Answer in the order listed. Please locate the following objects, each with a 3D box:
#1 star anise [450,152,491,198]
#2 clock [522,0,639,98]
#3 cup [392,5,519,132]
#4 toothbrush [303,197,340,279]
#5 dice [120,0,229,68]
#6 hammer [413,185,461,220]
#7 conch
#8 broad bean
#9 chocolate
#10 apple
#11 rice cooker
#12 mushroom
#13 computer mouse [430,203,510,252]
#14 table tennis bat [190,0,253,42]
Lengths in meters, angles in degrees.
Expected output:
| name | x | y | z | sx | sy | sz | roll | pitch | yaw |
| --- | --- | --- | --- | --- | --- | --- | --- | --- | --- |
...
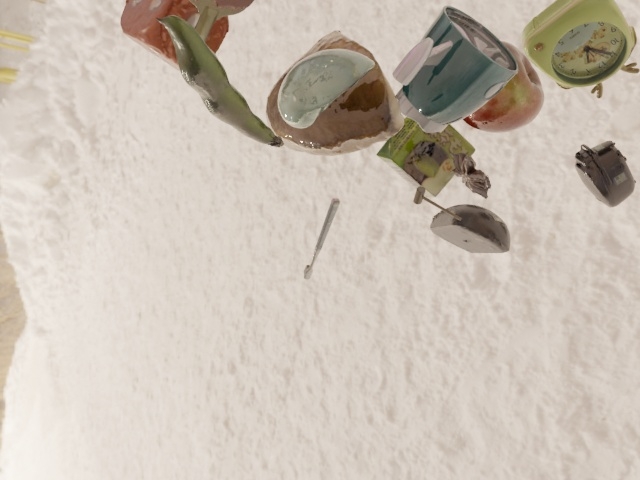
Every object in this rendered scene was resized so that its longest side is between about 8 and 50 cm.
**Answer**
| name | x | y | z | sx | sy | sz | roll | pitch | yaw |
| --- | --- | --- | --- | --- | --- | --- | --- | --- | --- |
| star anise | 0.505 | -0.233 | 1.966 | 0.065 | 0.195 | 0.182 | -39 | 60 | -2 |
| clock | 0.714 | -0.517 | 1.559 | 0.235 | 0.308 | 0.096 | -35 | 32 | 38 |
| cup | 0.223 | -0.282 | 1.008 | 0.167 | 0.300 | 0.173 | 55 | 128 | 21 |
| toothbrush | 0.000 | 0.002 | 1.703 | 0.342 | 0.025 | 0.030 | 112 | 153 | -46 |
| dice | -0.331 | -0.497 | 1.313 | 0.179 | 0.174 | 0.175 | 35 | 95 | 34 |
| hammer | 0.242 | -0.071 | 1.194 | 0.110 | 0.019 | 0.035 | 32 | 141 | 19 |
| conch | 0.007 | -0.325 | 1.209 | 0.221 | 0.121 | 0.185 | -38 | 38 | -2 |
| broad bean | -0.136 | -0.200 | 0.802 | 0.060 | 0.297 | 0.043 | -13 | 64 | 16 |
| chocolate | 0.430 | -0.354 | 2.311 | 0.288 | 0.301 | 0.137 | -51 | 23 | 8 |
| apple | 0.628 | -0.547 | 2.103 | 0.277 | 0.348 | 0.348 | -29 | 62 | 34 |
| rice cooker | 0.811 | -0.192 | 1.661 | 0.118 | 0.203 | 0.142 | -32 | 23 | 14 |
| mushroom | 0.028 | -0.334 | 1.455 | 0.314 | 0.224 | 0.397 | -35 | 32 | 1 |
| computer mouse | 0.412 | -0.038 | 1.566 | 0.100 | 0.170 | 0.269 | -61 | 8 | -6 |
| table tennis bat | -0.173 | -0.414 | 0.985 | 0.234 | 0.131 | 0.022 | -50 | 49 | 41 |
